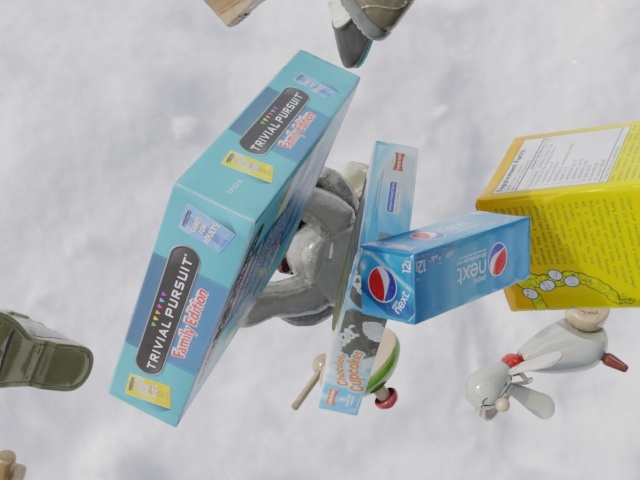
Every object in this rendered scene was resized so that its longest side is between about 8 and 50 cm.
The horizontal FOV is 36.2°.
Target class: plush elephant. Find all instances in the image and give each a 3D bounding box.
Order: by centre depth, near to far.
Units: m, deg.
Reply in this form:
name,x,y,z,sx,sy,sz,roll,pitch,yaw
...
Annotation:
name,x,y,z,sx,sy,sz,roll,pitch,yaw
plush elephant,0.000,0.000,1.651,0.330,0.255,0.272,6,100,-17

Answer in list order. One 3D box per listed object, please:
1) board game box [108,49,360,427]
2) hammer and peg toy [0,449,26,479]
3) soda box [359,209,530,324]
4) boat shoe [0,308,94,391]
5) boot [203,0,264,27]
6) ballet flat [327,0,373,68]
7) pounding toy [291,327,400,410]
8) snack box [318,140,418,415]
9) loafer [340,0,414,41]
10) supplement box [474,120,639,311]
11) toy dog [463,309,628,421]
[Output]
name,x,y,z,sx,sy,sz,roll,pitch,yaw
board game box,-0.079,-0.017,0.985,0.079,0.336,0.254,26,124,3
hammer and peg toy,-0.688,0.504,1.721,0.266,0.361,0.127,16,121,-7
soda box,0.131,0.023,0.991,0.210,0.067,0.071,-15,108,-45
boat shoe,-0.479,0.158,1.459,0.302,0.103,0.113,37,76,-55
boot,-0.142,-0.515,1.712,0.090,0.248,0.207,-30,92,-51
ballet flat,0.060,-0.407,1.494,0.096,0.095,0.280,17,95,-25
pounding toy,0.081,0.284,1.973,0.237,0.183,0.110,-24,114,31
snack box,0.057,0.056,1.225,0.060,0.187,0.322,12,139,-1
loafer,0.035,-0.378,1.248,0.087,0.094,0.251,-31,108,26
supplement box,0.426,-0.037,1.333,0.194,0.356,0.195,-51,127,-46
toy dog,0.441,0.245,1.832,0.333,0.161,0.220,-40,143,-9
